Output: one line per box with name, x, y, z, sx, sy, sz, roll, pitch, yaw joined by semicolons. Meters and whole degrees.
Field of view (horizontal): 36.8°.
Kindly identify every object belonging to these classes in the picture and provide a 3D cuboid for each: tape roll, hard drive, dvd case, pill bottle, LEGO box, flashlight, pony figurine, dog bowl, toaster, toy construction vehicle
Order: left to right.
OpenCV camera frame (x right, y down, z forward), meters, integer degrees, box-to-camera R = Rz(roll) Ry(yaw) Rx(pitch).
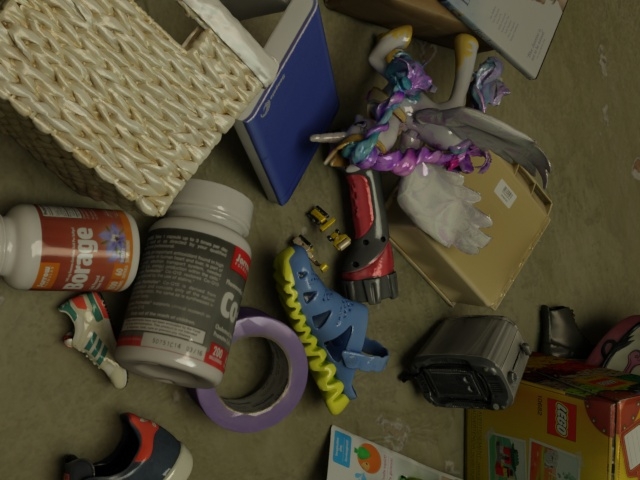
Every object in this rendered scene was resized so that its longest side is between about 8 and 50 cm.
pill bottle;-0.373;0.011;1.345;0.216;0.121;0.121;3;93;-35
pill bottle;-0.193;0.063;1.426;0.161;0.161;0.283;26;66;-33
tape roll;-0.121;0.206;1.541;0.189;0.080;0.189;-3;98;-23
hard drive;-0.046;-0.203;1.475;0.210;0.040;0.319;-62;165;-14
toy construction vehicle;0.000;0.000;1.630;0.086;0.098;0.035;-42;150;-14
flashlight;0.066;-0.044;1.664;0.103;0.103;0.304;-23;105;-59
pony figurine;0.188;-0.181;1.564;0.351;0.303;0.363;27;51;-2
toaster;0.273;0.222;1.771;0.146;0.227;0.129;-49;121;-41
dvd case;0.318;-0.416;1.640;0.253;0.022;0.180;31;76;-32
LEGO box;0.464;0.492;1.815;0.193;0.372;0.500;-4;97;-35
dog bowl;0.665;0.336;2.013;0.408;0.150;0.408;-24;126;-38

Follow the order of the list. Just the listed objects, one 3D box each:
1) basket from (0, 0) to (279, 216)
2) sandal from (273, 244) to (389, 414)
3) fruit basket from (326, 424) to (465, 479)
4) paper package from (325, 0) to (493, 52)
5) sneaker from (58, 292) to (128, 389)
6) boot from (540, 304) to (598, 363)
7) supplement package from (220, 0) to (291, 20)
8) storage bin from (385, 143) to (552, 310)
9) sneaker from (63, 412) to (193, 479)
basket;-0.300;-0.233;1.258;0.328;0.331;0.266;41;77;-30
sandal;0.018;0.136;1.609;0.138;0.126;0.317;-24;119;-3
fruit basket;0.153;0.523;1.683;0.353;0.165;0.327;33;46;-28
paper package;0.198;-0.513;1.663;0.324;0.168;0.310;8;89;-34
sneaker;-0.339;0.153;1.431;0.075;0.057;0.161;-19;108;-13
boot;0.544;0.197;2.027;0.198;0.077;0.137;-3;91;-35
supplement package;-0.109;-0.497;1.432;0.198;0.199;0.263;30;78;-33
storage bin;0.273;-0.049;1.785;0.262;0.123;0.260;45;70;-28
sneaker;-0.349;0.404;1.406;0.148;0.131;0.350;48;62;-20
